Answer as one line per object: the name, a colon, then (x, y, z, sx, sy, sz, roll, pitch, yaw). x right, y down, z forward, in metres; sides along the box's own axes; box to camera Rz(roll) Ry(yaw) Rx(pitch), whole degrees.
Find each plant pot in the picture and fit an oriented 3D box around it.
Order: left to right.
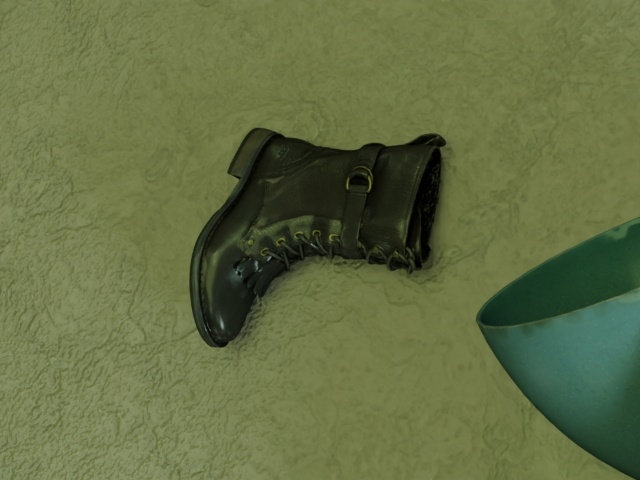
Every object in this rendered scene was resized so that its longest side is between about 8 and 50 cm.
plant pot: (0.303, 0.095, 1.258, 0.290, 0.290, 0.195, -23, 95, 18)

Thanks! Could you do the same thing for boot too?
boot: (0.000, 0.000, 1.507, 0.229, 0.091, 0.263, 12, 79, 28)
